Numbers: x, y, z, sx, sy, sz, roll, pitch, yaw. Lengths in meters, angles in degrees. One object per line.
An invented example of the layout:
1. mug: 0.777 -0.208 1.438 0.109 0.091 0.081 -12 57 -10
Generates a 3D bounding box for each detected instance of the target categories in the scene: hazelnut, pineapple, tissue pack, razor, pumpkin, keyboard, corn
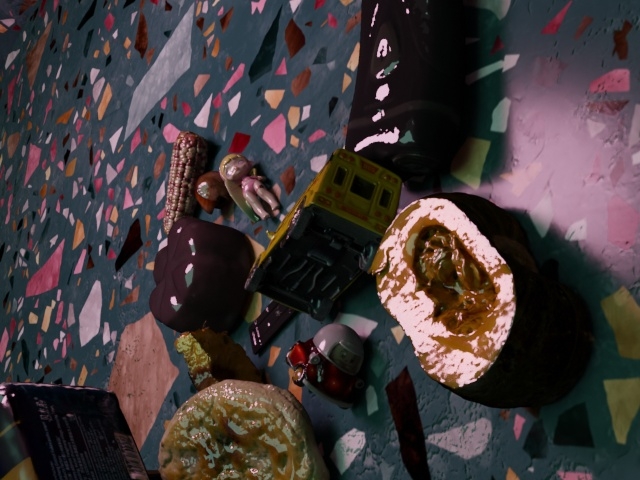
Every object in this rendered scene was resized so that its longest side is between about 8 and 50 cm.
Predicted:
1. hazelnut: -0.216 -0.097 1.894 0.086 0.086 0.086 -22 63 51
2. pineapple: -0.155 0.248 1.655 0.079 0.135 0.233 -35 78 19
3. tissue pack: -0.422 0.467 1.550 0.253 0.264 0.417 -49 53 21
4. razor: 0.130 -0.260 1.401 0.204 0.113 0.349 -7 73 53
5. pumpkin: 0.189 0.086 1.201 0.222 0.139 0.317 -57 42 23
6. keyboard: -0.071 0.125 1.667 0.204 0.013 0.061 -49 44 37
7. corn: -0.292 -0.115 2.000 0.079 0.079 0.237 19 97 56

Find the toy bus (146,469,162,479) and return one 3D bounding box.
1. toy bus: -0.277 0.598 1.687 0.201 0.176 0.366 -22 66 47

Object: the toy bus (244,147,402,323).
1. toy bus: 0.000 0.000 1.444 0.330 0.144 0.152 -49 19 58

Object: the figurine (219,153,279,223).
1. figurine: -0.137 -0.101 1.793 0.187 0.083 0.083 46 119 36

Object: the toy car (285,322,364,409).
1. toy car: 0.015 0.181 1.458 0.112 0.112 0.139 -55 29 7

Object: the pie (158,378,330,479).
1. pie: -0.130 0.375 1.531 0.337 0.075 0.338 3 95 32

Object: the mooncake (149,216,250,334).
1. mooncake: -0.238 0.072 1.828 0.245 0.133 0.245 -37 46 50
